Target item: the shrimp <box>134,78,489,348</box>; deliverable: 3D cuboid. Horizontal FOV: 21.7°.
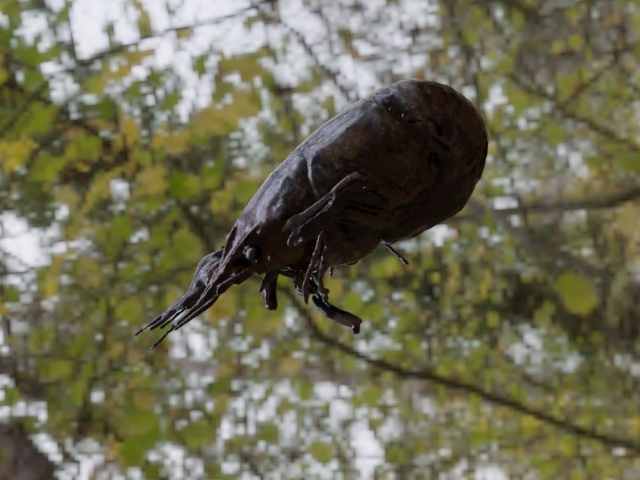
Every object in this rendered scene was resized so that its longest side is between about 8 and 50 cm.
[{"bbox_3d":[-0.005,-0.006,1.389,0.343,0.116,0.145,-36,-50,-6],"label":"shrimp"}]
